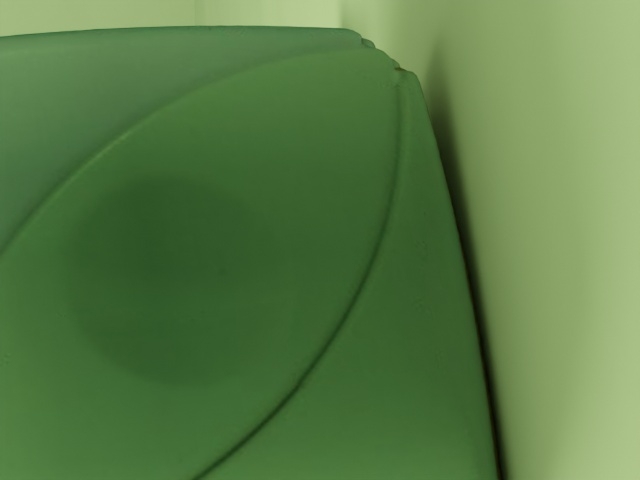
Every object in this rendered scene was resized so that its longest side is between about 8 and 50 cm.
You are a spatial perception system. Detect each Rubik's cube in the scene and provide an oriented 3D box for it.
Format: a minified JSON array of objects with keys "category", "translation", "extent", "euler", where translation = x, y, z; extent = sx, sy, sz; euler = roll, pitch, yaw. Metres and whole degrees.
[{"category":"Rubik's cube","translation":[-0.112,0.097,1.058],"extent":[0.352,0.352,0.347],"euler":[112,151,-61]}]
